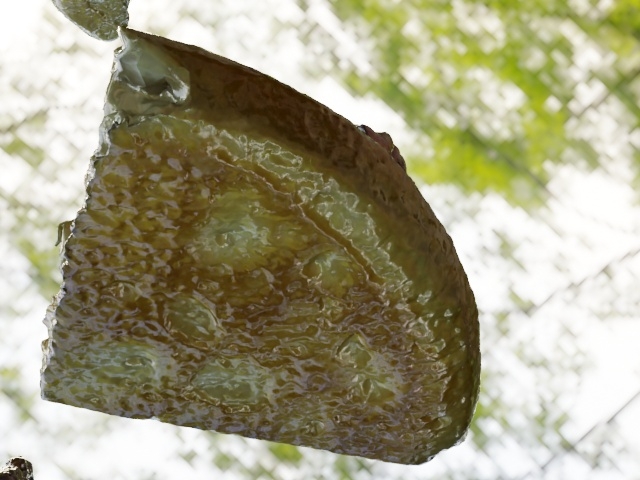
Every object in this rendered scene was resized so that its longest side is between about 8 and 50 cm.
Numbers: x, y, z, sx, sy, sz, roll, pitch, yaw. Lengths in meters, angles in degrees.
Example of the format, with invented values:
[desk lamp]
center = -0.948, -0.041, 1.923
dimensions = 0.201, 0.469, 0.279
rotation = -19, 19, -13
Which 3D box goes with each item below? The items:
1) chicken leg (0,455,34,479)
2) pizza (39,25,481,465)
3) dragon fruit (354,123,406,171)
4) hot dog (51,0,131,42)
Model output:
[chicken leg]
center = -0.335, 0.249, 1.839
dimensions = 0.253, 0.106, 0.051
rotation = -24, -76, -70
[pizza]
center = -0.009, 0.012, 1.066
dimensions = 0.268, 0.258, 0.087
rotation = 13, -132, -10
[dragon fruit]
center = 0.007, 0.001, 1.544
dimensions = 0.122, 0.192, 0.092
rotation = 11, 179, -13
[hot dog]
center = -0.174, -0.238, 1.489
dimensions = 0.073, 0.242, 0.084
rotation = -2, -114, -15
